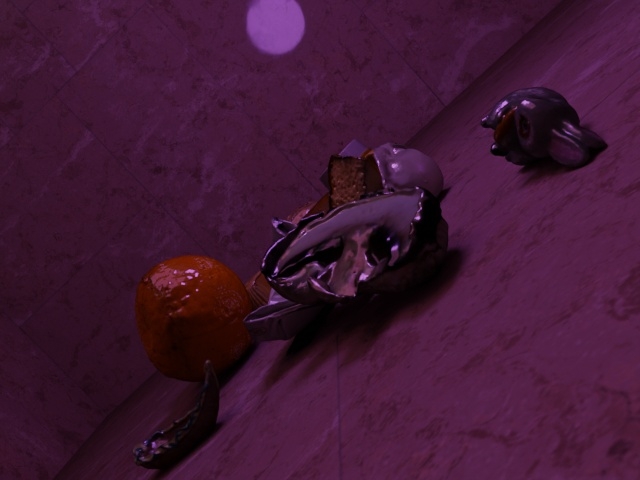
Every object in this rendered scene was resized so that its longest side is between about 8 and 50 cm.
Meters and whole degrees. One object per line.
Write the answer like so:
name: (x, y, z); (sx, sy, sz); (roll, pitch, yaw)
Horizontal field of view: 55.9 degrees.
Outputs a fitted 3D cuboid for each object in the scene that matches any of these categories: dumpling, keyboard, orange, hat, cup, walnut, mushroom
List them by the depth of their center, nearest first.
mushroom: (0.062, 0.030, 0.974); (0.344, 0.130, 0.247); (-20, 32, 37)
hat: (-0.006, 0.084, 1.207); (0.301, 0.168, 0.258); (-9, 50, 26)
keyboard: (-0.010, 0.168, 1.245); (0.074, 0.015, 0.196); (-35, 9, 32)
dumpling: (0.186, -0.144, 1.363); (0.131, 0.179, 0.252); (-38, 6, 39)
cup: (0.138, -0.156, 1.575); (0.185, 0.226, 0.241); (-48, 0, -43)
orange: (-0.326, 0.202, 1.604); (0.293, 0.340, 0.340); (-14, -12, -32)
walnut: (-0.033, -0.024, 2.030); (0.245, 0.198, 0.198); (-41, 5, -12)

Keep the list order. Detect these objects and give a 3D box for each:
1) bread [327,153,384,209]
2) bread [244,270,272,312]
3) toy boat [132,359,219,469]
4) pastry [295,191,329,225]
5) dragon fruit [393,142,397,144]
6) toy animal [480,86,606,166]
bread: (0.101, -0.082, 1.446); (0.129, 0.260, 0.134); (3, 12, 41)
bread: (-0.219, 0.204, 1.923); (0.288, 0.119, 0.152); (-42, 5, 43)
toy boat: (-0.266, 0.359, 1.192); (0.293, 0.099, 0.108); (-49, 2, 22)
pastry: (0.000, 0.000, 1.707); (0.255, 0.162, 0.311); (-40, 8, 43)
dragon fruit: (0.197, -0.194, 1.952); (0.261, 0.163, 0.189); (-35, -20, 34)
toy animal: (0.332, -0.172, 0.897); (0.251, 0.125, 0.127); (-108, 36, -78)
